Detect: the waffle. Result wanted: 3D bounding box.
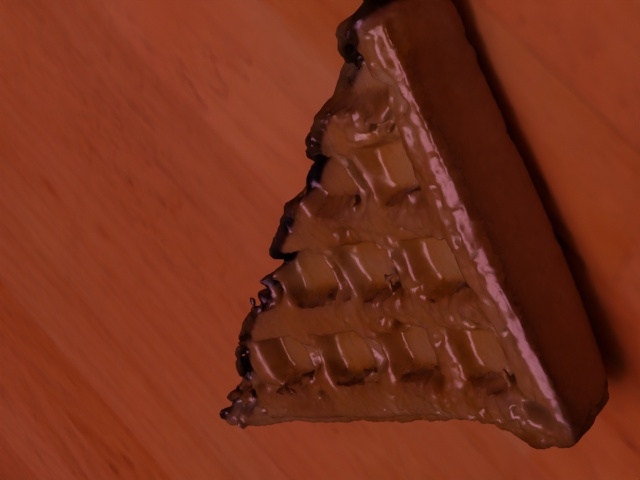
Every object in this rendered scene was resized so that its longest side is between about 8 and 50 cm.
[{"bbox_3d":[0.000,0.000,0.425,0.152,0.023,0.097,-9,109,61],"label":"waffle"}]
